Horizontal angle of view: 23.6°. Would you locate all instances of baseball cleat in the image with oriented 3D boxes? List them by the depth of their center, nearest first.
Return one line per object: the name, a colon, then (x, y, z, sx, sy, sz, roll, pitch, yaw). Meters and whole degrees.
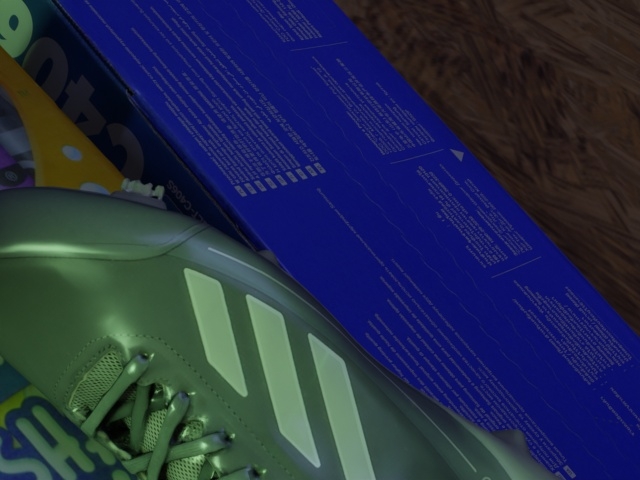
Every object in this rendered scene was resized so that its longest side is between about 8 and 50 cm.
baseball cleat: (-0.013, 0.063, 0.393, 0.205, 0.072, 0.109, 28, 42, -9)

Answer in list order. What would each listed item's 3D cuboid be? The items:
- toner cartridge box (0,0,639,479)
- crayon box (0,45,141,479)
toner cartridge box: (0.000, 0.000, 0.623, 0.348, 0.075, 0.165, 50, 36, 17)
crayon box: (-0.120, 0.048, 0.448, 0.323, 0.083, 0.203, 45, 34, 11)
